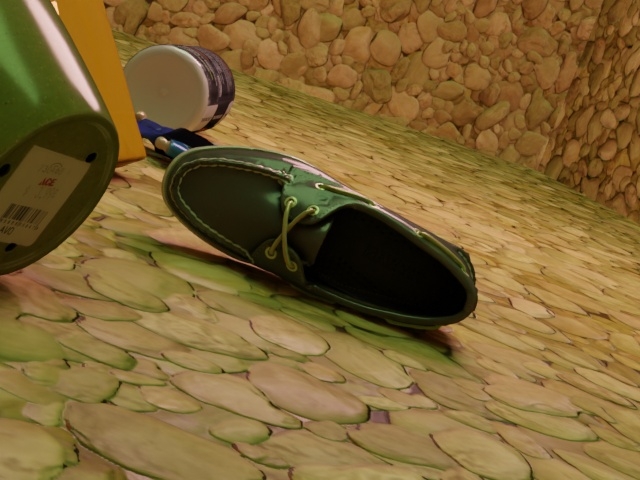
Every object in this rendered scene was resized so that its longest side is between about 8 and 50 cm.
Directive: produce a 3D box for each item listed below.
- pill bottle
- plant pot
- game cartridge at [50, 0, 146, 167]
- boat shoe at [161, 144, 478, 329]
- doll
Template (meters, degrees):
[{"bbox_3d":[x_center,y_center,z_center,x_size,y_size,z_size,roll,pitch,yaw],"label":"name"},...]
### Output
[{"bbox_3d":[-0.197,-0.218,1.741,0.130,0.131,0.246,21,11,5],"label":"pill bottle"},{"bbox_3d":[-0.285,-0.117,0.827,0.293,0.275,0.274,41,17,18],"label":"plant pot"},{"bbox_3d":[-0.288,-0.224,1.189,0.052,0.324,0.285,-17,1,15],"label":"game cartridge"},{"bbox_3d":[0.002,-0.004,1.081,0.305,0.109,0.091,23,5,-6],"label":"boat shoe"},{"bbox_3d":[-0.172,-0.117,1.505,0.189,0.046,0.129,26,13,31],"label":"doll"}]
